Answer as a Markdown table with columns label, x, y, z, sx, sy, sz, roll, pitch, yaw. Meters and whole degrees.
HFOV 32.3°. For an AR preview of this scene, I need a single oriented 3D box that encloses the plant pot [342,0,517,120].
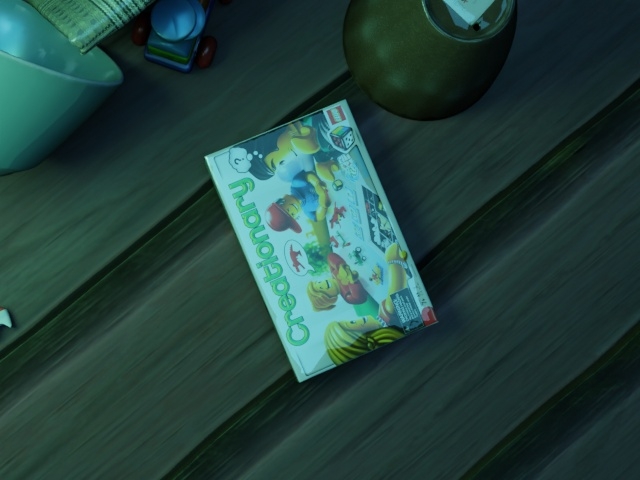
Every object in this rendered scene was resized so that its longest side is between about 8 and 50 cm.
| label | x | y | z | sx | sy | sz | roll | pitch | yaw |
| --- | --- | --- | --- | --- | --- | --- | --- | --- | --- |
| plant pot | 0.149 | -0.267 | 1.327 | 0.215 | 0.230 | 0.215 | 0 | 88 | -7 |

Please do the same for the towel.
| label | x | y | z | sx | sy | sz | roll | pitch | yaw |
| --- | --- | --- | --- | --- | --- | --- | --- | --- | --- |
| towel | -0.190 | -0.342 | 1.261 | 0.312 | 0.324 | 0.056 | -41 | 123 | -4 |

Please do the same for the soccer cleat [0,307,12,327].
| label | x | y | z | sx | sy | sz | roll | pitch | yaw |
| --- | --- | --- | --- | --- | --- | --- | --- | --- | --- |
| soccer cleat | -0.416 | 0.111 | 1.344 | 0.083 | 0.029 | 0.036 | -31 | 88 | -12 |

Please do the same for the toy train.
| label | x | y | z | sx | sy | sz | roll | pitch | yaw |
| --- | --- | --- | --- | --- | --- | --- | --- | --- | --- |
| toy train | -0.147 | -0.336 | 1.334 | 0.105 | 0.143 | 0.248 | 19 | 86 | -7 |

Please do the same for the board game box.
| label | x | y | z | sx | sy | sz | roll | pitch | yaw |
| --- | --- | --- | --- | --- | --- | --- | --- | --- | --- |
| board game box | 0.000 | 0.000 | 1.387 | 0.193 | 0.053 | 0.305 | -23 | 91 | -7 |

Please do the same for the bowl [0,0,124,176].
| label | x | y | z | sx | sy | sz | roll | pitch | yaw |
| --- | --- | --- | --- | --- | --- | --- | --- | --- | --- |
| bowl | -0.396 | -0.183 | 1.245 | 0.311 | 0.311 | 0.163 | 27 | 104 | -6 |
